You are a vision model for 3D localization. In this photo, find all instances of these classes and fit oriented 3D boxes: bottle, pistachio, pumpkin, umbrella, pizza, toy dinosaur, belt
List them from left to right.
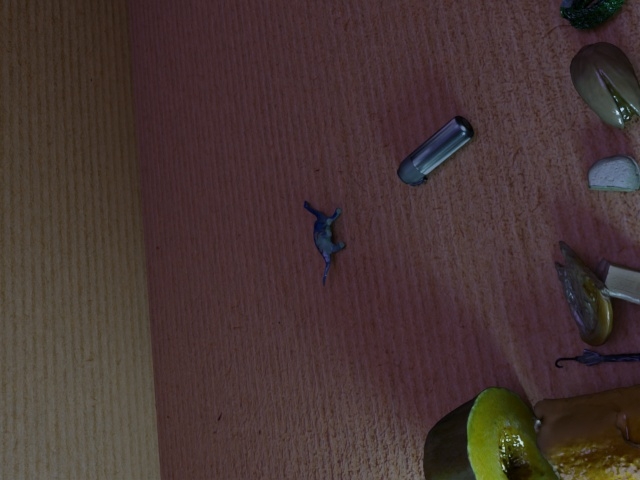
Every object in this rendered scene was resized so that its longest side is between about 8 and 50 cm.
[{"bbox_3d":[0.015,-0.023,2.068,0.144,0.076,0.329,-38,58,42],"label":"toy dinosaur"},{"bbox_3d":[0.337,-0.256,1.790,0.096,0.079,0.253,46,122,-7],"label":"bottle"},{"bbox_3d":[0.394,0.540,1.471,0.199,0.332,0.333,-33,64,39],"label":"pumpkin"},{"bbox_3d":[0.616,0.118,1.444,0.181,0.034,0.262,87,168,-61],"label":"pizza"},{"bbox_3d":[0.676,-0.591,1.509,0.151,0.079,0.121,-40,49,20],"label":"belt"},{"bbox_3d":[0.678,-0.368,1.437,0.135,0.135,0.226,-35,72,35],"label":"pistachio"},{"bbox_3d":[0.679,0.269,1.427,0.269,0.044,0.044,-17,36,41],"label":"umbrella"}]

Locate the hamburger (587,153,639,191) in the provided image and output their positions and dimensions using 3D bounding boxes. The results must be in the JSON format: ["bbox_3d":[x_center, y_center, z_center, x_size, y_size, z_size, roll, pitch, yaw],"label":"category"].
[{"bbox_3d":[0.701,-0.162,1.450,0.121,0.054,0.084,11,88,41],"label":"hamburger"}]

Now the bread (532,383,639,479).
[{"bbox_3d":[0.658,0.487,1.250,0.394,0.250,0.361,-25,80,39],"label":"bread"}]

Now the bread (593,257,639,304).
[{"bbox_3d":[0.722,0.102,1.417,0.152,0.105,0.077,18,98,11],"label":"bread"}]
